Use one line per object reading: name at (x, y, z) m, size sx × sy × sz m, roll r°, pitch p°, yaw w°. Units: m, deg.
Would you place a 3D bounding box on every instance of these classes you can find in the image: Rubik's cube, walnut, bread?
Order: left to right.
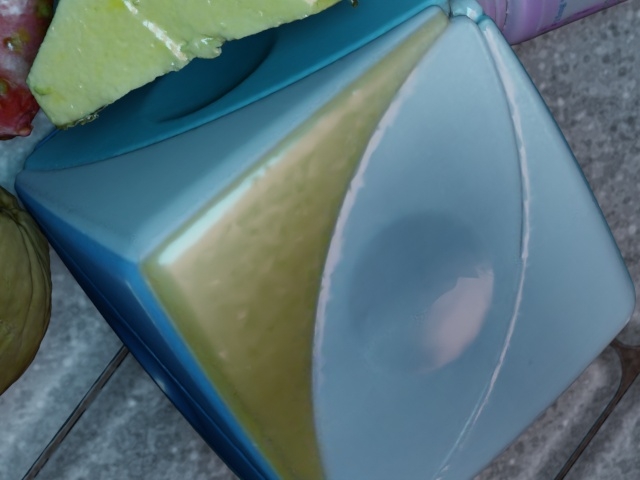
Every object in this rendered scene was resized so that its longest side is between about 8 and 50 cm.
walnut at (-0.325, 0.041, 1.240) m, size 0.228 × 0.228 × 0.228 m, roll -7°, pitch 106°, yaw -24°
bread at (-0.088, -0.192, 1.217) m, size 0.198 × 0.263 × 0.236 m, roll 33°, pitch 117°, yaw -6°
Rubik's cube at (0.000, 0.000, 1.299) m, size 0.347 × 0.351 × 0.352 m, roll -39°, pitch 114°, yaw -12°

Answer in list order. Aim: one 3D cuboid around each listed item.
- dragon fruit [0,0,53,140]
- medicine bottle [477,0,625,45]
dragon fruit at (-0.311, -0.192, 1.224) m, size 0.211 × 0.134 × 0.262 m, roll -4°, pitch 106°, yaw -19°
medicine bottle at (0.184, -0.259, 1.432) m, size 0.254 × 0.152 × 0.152 m, roll -24°, pitch 112°, yaw -17°
